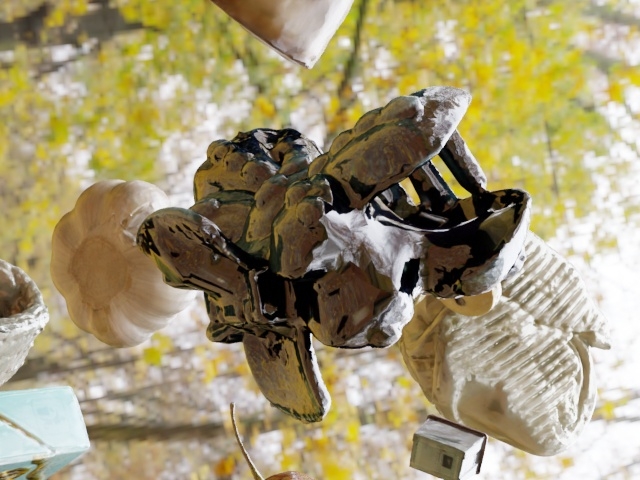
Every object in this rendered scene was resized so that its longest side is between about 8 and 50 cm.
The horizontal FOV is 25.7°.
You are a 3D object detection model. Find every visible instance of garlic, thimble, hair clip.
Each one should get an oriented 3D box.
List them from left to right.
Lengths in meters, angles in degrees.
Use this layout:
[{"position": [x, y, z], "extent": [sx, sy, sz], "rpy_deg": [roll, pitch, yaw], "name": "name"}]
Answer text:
[{"position": [-0.285, 0.069, 1.113], "extent": [0.090, 0.115, 0.102], "rpy_deg": [-55, -140, 23], "name": "thimble"}, {"position": [-0.260, 0.027, 1.892], "extent": [0.228, 0.152, 0.227], "rpy_deg": [3, -85, 33], "name": "garlic"}, {"position": [-0.002, 0.003, 1.038], "extent": [0.194, 0.206, 0.310], "rpy_deg": [56, -29, -16], "name": "hair clip"}]

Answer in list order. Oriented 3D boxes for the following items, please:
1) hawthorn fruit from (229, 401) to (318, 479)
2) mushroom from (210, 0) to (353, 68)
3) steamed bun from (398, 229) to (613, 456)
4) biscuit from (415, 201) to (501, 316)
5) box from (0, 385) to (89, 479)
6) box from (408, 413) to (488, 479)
[{"position": [-0.075, 0.383, 2.130], "extent": [0.285, 0.165, 0.165], "rpy_deg": [50, -26, -6], "name": "hawthorn fruit"}, {"position": [-0.033, -0.410, 1.394], "extent": [0.397, 0.314, 0.224], "rpy_deg": [-55, -177, 5], "name": "mushroom"}, {"position": [0.254, 0.149, 2.101], "extent": [0.219, 0.324, 0.309], "rpy_deg": [-21, -139, 56], "name": "steamed bun"}, {"position": [0.095, 0.010, 1.560], "extent": [0.234, 0.030, 0.153], "rpy_deg": [32, -41, 17], "name": "biscuit"}, {"position": [-0.246, 0.125, 0.661], "extent": [0.162, 0.229, 0.041], "rpy_deg": [-36, -113, 38], "name": "box"}, {"position": [0.156, 0.264, 1.761], "extent": [0.085, 0.063, 0.060], "rpy_deg": [19, -67, 25], "name": "box"}]
